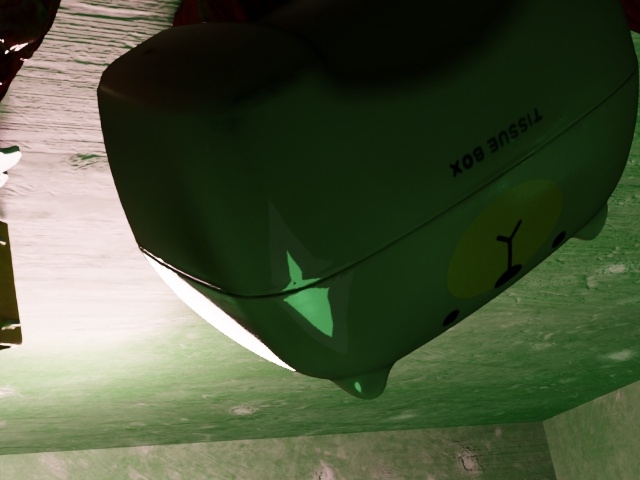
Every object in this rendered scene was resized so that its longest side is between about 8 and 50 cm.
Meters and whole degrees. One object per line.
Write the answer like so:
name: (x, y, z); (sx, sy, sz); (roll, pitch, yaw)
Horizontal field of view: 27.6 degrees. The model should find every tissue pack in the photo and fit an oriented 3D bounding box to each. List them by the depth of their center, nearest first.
tissue pack: (0.048, -0.074, 0.996); (0.387, 0.277, 0.267); (-32, -149, -26)

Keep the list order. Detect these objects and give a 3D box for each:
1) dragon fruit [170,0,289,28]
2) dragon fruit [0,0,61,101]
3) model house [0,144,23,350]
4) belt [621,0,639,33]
dragon fruit: (-0.036, -0.111, 1.238); (0.205, 0.152, 0.317); (-25, 156, 38)
dragon fruit: (-0.272, -0.173, 0.802); (0.244, 0.244, 0.299); (0, -173, -28)
model house: (-0.410, 0.073, 1.358); (0.340, 0.300, 0.323); (-19, 170, 38)
belt: (0.336, -0.268, 1.064); (0.324, 0.115, 0.227); (6, 153, -44)
